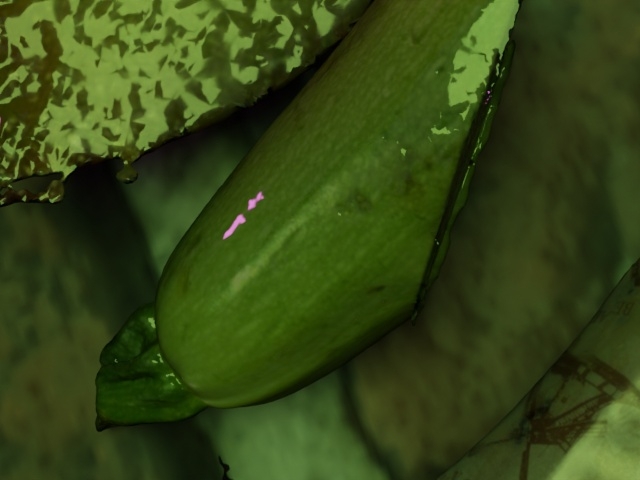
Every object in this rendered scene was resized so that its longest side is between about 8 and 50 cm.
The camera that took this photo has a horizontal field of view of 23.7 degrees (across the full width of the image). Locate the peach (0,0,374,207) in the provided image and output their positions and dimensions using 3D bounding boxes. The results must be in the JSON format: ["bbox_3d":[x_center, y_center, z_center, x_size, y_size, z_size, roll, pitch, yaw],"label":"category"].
[{"bbox_3d":[-0.047,-0.134,0.509,0.189,0.068,0.279,24,83,6],"label":"peach"}]

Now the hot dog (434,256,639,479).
[{"bbox_3d":[0.102,0.073,0.445,0.108,0.059,0.191,42,84,7],"label":"hot dog"}]

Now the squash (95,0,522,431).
[{"bbox_3d":[0.003,0.001,0.472,0.075,0.090,0.200,37,102,-16],"label":"squash"}]
